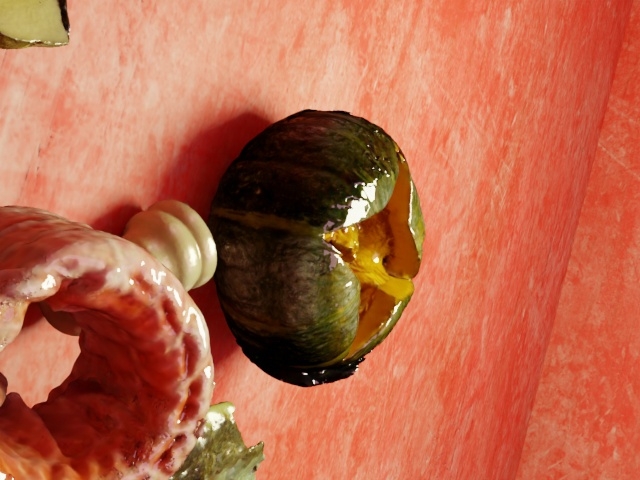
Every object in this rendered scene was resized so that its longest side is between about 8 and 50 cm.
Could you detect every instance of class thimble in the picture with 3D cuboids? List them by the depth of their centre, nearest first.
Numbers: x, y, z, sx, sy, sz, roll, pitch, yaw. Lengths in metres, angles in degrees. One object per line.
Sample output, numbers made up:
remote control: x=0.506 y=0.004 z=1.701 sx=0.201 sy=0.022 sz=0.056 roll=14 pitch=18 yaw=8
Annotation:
thimble: x=-0.215 y=0.094 z=0.690 sx=0.239 sy=0.162 sz=0.239 roll=-12 pitch=109 yaw=-38

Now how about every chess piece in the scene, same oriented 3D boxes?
chess piece: x=-0.187 y=0.032 z=0.866 sx=0.170 sy=0.094 sz=0.094 roll=-31 pitch=128 yaw=-45

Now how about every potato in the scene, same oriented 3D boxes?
potato: x=-0.246 y=-0.183 z=0.676 sx=0.103 sy=0.066 sz=0.096 roll=-6 pitch=82 yaw=-53

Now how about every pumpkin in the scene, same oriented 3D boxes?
pumpkin: x=0.000 y=0.000 z=1.085 sx=0.320 sy=0.192 sz=0.320 roll=-31 pitch=127 yaw=-52

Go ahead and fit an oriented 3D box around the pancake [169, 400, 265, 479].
pancake: x=-0.198 y=0.363 z=0.977 sx=0.305 sy=0.067 sz=0.426 roll=39 pitch=68 yaw=-57
